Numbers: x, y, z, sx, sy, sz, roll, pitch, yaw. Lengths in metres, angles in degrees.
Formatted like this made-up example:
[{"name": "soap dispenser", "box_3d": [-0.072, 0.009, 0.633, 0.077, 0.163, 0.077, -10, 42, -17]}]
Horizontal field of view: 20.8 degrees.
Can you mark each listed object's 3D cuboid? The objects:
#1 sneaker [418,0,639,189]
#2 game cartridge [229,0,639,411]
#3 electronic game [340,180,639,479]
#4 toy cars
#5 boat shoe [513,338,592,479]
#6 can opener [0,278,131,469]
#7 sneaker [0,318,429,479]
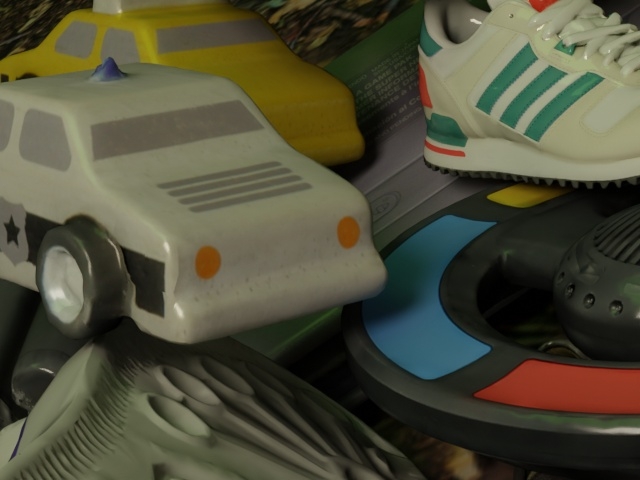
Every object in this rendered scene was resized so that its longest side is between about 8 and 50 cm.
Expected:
[{"name": "sneaker", "box_3d": [0.088, -0.062, 0.619, 0.057, 0.075, 0.161, -19, 14, -32]}, {"name": "game cartridge", "box_3d": [0.000, 0.000, 0.780, 0.355, 0.068, 0.230, -34, 22, 1]}, {"name": "electronic game", "box_3d": [0.119, 0.011, 0.554, 0.229, 0.048, 0.229, -10, 20, 4]}, {"name": "toy cars", "box_3d": [-0.069, -0.054, 0.670, 0.177, 0.087, 0.393, -1, 14, 0]}, {"name": "boat shoe", "box_3d": [0.082, 0.085, 0.540, 0.056, 0.049, 0.152, -32, 23, 13]}, {"name": "can opener", "box_3d": [-0.127, 0.043, 0.682, 0.076, 0.095, 0.283, -23, 28, 21]}, {"name": "sneaker", "box_3d": [-0.086, 0.161, 0.523, 0.236, 0.130, 0.323, -57, -5, 11]}]
